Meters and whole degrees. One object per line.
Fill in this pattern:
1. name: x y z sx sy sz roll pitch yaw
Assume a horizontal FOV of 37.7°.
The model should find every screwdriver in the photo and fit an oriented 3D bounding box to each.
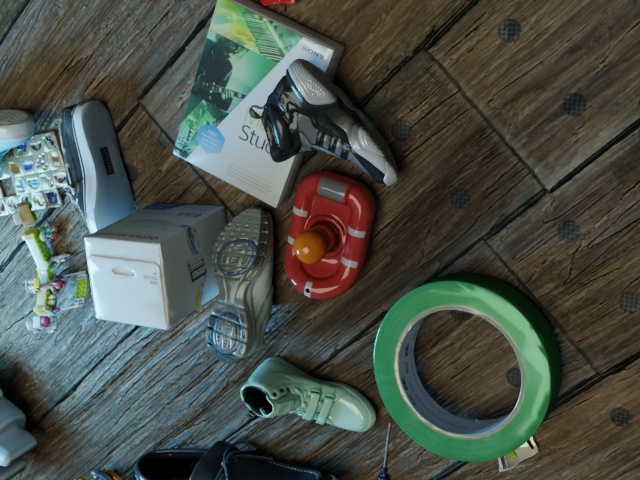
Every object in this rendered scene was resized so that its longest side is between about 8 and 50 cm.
1. screwdriver: 0.124 0.429 1.832 0.025 0.024 0.169 20 113 51

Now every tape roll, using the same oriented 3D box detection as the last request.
1. tape roll: 0.251 0.219 1.629 0.321 0.077 0.321 6 102 28

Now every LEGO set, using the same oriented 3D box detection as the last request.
1. LEGO set: -0.564 0.053 1.988 0.107 0.132 0.286 -11 80 12

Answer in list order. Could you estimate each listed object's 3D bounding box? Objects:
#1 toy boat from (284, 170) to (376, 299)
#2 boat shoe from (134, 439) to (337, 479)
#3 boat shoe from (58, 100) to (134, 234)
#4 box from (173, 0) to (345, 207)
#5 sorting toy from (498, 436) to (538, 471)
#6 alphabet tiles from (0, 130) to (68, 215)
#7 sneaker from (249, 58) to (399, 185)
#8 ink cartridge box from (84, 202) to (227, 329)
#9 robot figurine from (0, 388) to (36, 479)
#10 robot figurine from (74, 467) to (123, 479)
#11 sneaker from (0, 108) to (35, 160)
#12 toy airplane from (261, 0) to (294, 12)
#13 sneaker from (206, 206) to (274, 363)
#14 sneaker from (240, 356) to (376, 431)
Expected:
1. toy boat: 0.000 0.000 1.655 0.151 0.151 0.231 20 116 20
2. boat shoe: -0.190 0.504 1.921 0.500 0.187 0.156 -7 111 34
3. boat shoe: -0.459 -0.120 1.865 0.105 0.113 0.306 -5 103 35
4. box: -0.117 -0.247 1.672 0.232 0.058 0.322 28 117 12
5. sorting toy: 0.348 0.363 1.682 0.075 0.045 0.083 -15 92 18
6. alphabet tiles: -0.637 -0.159 1.999 0.237 0.009 0.198 -7 105 28
7. sneaker: 0.004 -0.168 1.585 0.153 0.101 0.268 -38 108 20
8. ink cartridge box: -0.301 0.041 1.772 0.171 0.233 0.168 5 110 26
9. robot figurine: -0.840 0.422 2.202 0.353 0.200 0.300 34 110 11
10. robot figurine: -0.458 0.650 2.163 0.291 0.085 0.211 47 121 3
11. sneaker: -0.709 -0.179 1.958 0.366 0.135 0.150 -4 114 37
12. toy airplane: -0.075 -0.462 1.594 0.151 0.028 0.151 10 112 25
13. sneaker: -0.140 0.082 1.785 0.111 0.129 0.297 14 95 24
14. sneaker: -0.030 0.322 1.789 0.256 0.151 0.094 22 115 17
